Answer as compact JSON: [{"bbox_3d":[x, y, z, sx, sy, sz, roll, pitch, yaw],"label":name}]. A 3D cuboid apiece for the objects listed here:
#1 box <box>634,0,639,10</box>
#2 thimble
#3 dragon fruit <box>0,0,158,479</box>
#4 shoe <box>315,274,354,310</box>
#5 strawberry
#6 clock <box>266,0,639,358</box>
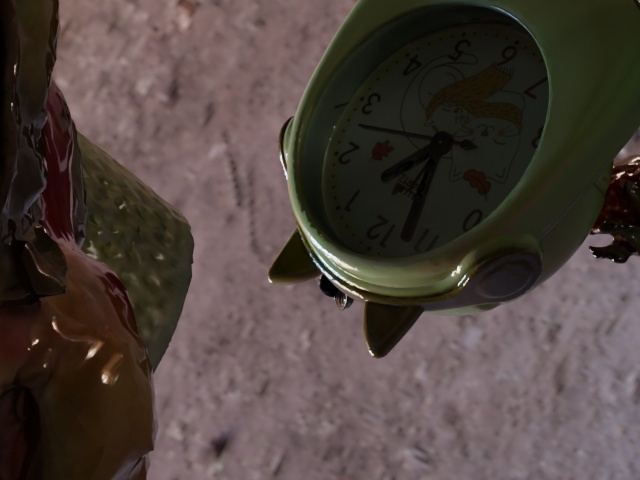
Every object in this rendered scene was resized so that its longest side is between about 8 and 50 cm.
[{"bbox_3d":[0.312,-0.181,1.108,0.178,0.329,0.252,-32,45,24],"label":"box"},{"bbox_3d":[-0.224,0.043,1.162,0.271,0.150,0.271,-38,29,26],"label":"thimble"},{"bbox_3d":[-0.162,0.039,0.463,0.314,0.263,0.296,-31,1,-34],"label":"dragon fruit"},{"bbox_3d":[0.000,0.000,1.692,0.062,0.053,0.159,109,161,-52],"label":"shoe"},{"bbox_3d":[0.256,-0.039,1.468,0.208,0.167,0.087,-141,63,-64],"label":"strawberry"},{"bbox_3d":[0.108,-0.073,1.396,0.286,0.117,0.348,35,89,41],"label":"clock"}]
